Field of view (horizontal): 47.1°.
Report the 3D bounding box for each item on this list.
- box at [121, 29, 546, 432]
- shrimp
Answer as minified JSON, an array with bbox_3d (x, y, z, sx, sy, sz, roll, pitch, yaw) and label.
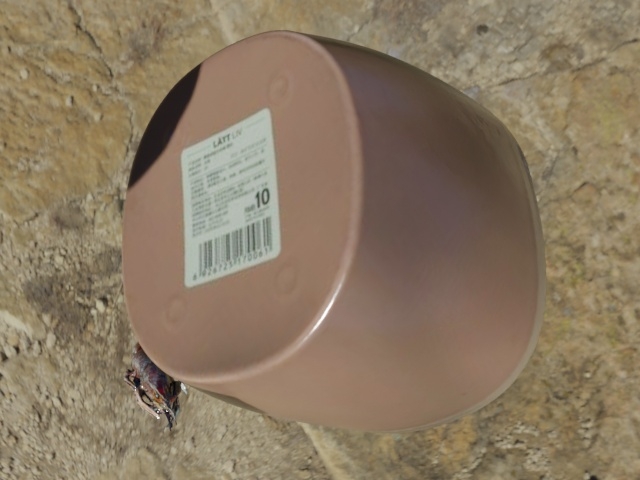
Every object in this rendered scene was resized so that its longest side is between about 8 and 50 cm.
[{"bbox_3d":[0.000,0.000,0.559,0.216,0.300,0.301,16,58,-50],"label":"box"},{"bbox_3d":[-0.241,0.212,1.080,0.074,0.073,0.190,-29,40,-15],"label":"shrimp"}]
